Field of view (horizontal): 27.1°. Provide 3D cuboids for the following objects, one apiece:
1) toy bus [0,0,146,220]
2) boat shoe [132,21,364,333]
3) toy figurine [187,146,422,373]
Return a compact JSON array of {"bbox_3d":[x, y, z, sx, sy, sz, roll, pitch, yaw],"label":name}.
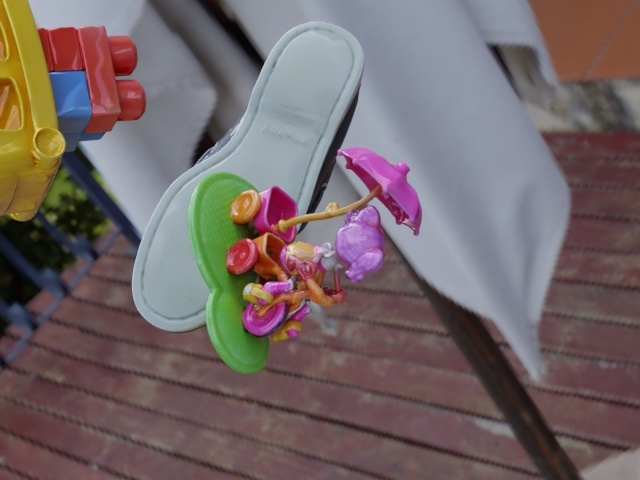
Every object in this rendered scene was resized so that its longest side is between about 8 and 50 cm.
[{"bbox_3d":[-0.220,-0.114,0.795,0.211,0.220,0.149,-11,-15,-23],"label":"toy bus"},{"bbox_3d":[-0.062,-0.046,1.250,0.127,0.113,0.340,21,67,9],"label":"boat shoe"},{"bbox_3d":[0.000,0.000,0.988,0.159,0.130,0.173,-22,46,30],"label":"toy figurine"}]
